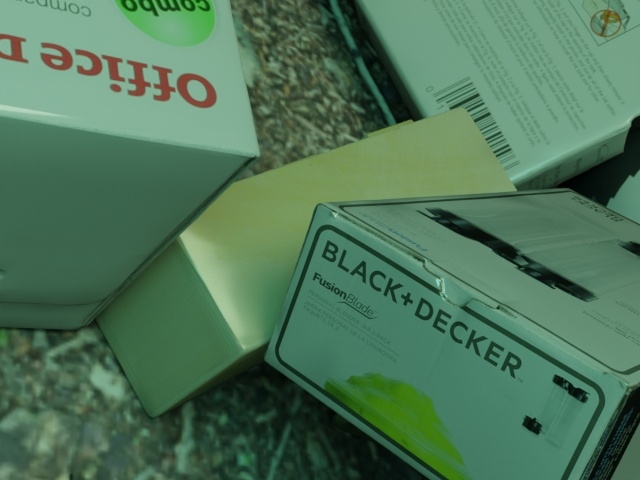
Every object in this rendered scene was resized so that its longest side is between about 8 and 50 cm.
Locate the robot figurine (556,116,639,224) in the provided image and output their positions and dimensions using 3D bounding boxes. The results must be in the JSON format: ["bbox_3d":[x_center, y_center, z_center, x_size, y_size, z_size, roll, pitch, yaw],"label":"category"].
[{"bbox_3d":[0.269,0.021,0.774,0.173,0.209,0.278,36,44,-38],"label":"robot figurine"}]

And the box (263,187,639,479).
[{"bbox_3d":[0.127,0.047,0.555,0.169,0.087,0.290,31,21,29],"label":"box"}]

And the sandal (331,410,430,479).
[{"bbox_3d":[0.134,0.180,0.612,0.303,0.120,0.086,39,59,-14],"label":"sandal"}]

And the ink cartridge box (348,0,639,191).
[{"bbox_3d":[0.158,-0.184,0.774,0.275,0.239,0.060,64,0,20],"label":"ink cartridge box"}]

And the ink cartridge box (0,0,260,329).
[{"bbox_3d":[-0.178,-0.117,0.480,0.198,0.197,0.270,6,61,-37],"label":"ink cartridge box"}]

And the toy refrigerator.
[{"bbox_3d":[0.000,0.000,0.621,0.269,0.102,0.094,-22,79,-44],"label":"toy refrigerator"}]
